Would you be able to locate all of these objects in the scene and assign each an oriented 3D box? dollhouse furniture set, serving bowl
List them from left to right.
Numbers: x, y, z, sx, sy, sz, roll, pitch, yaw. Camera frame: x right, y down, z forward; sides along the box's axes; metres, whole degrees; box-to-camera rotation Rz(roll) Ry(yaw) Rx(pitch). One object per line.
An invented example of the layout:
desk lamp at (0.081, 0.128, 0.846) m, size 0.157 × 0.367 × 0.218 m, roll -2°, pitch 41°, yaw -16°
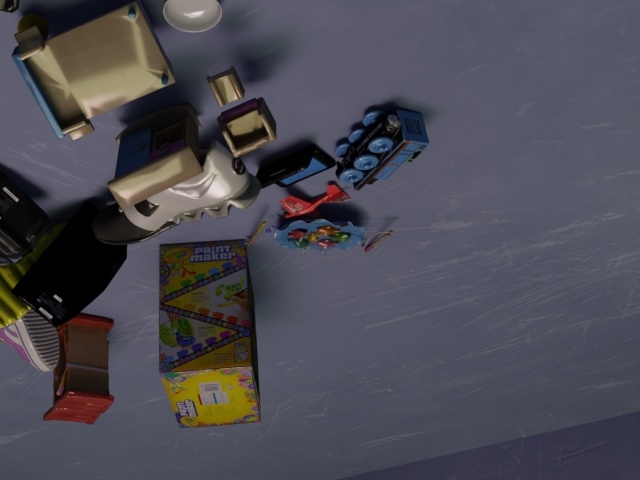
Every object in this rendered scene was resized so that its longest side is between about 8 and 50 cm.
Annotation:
dollhouse furniture set at (-0.635, 0.256, 2.284) m, size 0.374 × 0.201 × 0.152 m, roll 14°, pitch 145°, yaw -29°
dollhouse furniture set at (-0.261, -0.254, 1.594) m, size 0.287 × 0.198 × 0.303 m, roll -24°, pitch 118°, yaw 5°
serving bowl at (-0.182, -0.334, 1.516) m, size 0.083 × 0.027 × 0.083 m, roll -3°, pitch 150°, yaw -2°

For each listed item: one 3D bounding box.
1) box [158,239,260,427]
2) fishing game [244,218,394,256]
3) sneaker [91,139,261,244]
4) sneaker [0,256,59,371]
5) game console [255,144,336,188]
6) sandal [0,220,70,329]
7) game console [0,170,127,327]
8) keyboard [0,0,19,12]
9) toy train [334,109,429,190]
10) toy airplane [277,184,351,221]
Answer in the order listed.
box at (-0.219, 0.193, 2.155) m, size 0.177 × 0.279 × 0.290 m, roll -4°, pitch 149°, yaw -1°
fishing game at (0.000, 0.000, 2.062) m, size 0.264 × 0.041 × 0.189 m, roll 5°, pitch 161°, yaw -20°
sneaker at (-0.278, -0.096, 1.843) m, size 0.331 × 0.122 × 0.146 m, roll -18°, pitch 129°, yaw 23°
sneaker at (-0.650, 0.158, 2.168) m, size 0.161 × 0.102 × 0.282 m, roll -14°, pitch 119°, yaw 20°
game console at (-0.047, -0.112, 1.871) m, size 0.122 × 0.107 × 0.071 m, roll -22°, pitch 117°, yaw 27°
sandal at (-0.564, 0.086, 1.999) m, size 0.317 × 0.126 × 0.138 m, roll -29°, pitch 177°, yaw -25°
game console at (-0.509, -0.019, 1.891) m, size 0.044 × 0.213 × 0.361 m, roll 17°, pitch 154°, yaw 51°
keyboard at (-0.482, -0.366, 1.393) m, size 0.180 × 0.023 × 0.108 m, roll 9°, pitch 121°, yaw -10°
toy train at (0.099, -0.152, 1.814) m, size 0.105 × 0.080 × 0.184 m, roll 7°, pitch 148°, yaw -29°
toy airplane at (-0.012, -0.068, 1.985) m, size 0.151 × 0.028 × 0.151 m, roll -7°, pitch 156°, yaw -3°
